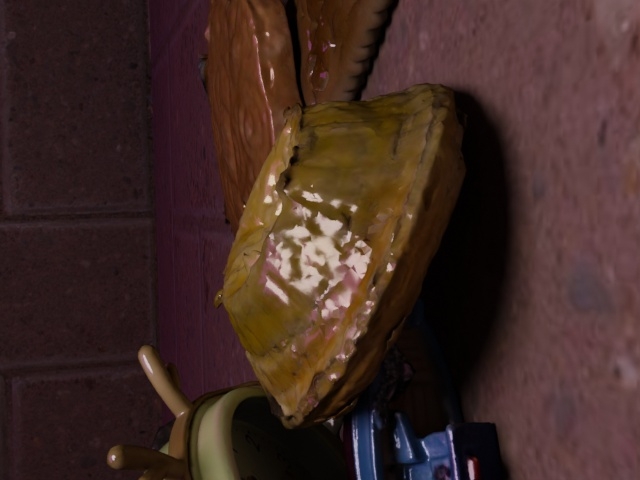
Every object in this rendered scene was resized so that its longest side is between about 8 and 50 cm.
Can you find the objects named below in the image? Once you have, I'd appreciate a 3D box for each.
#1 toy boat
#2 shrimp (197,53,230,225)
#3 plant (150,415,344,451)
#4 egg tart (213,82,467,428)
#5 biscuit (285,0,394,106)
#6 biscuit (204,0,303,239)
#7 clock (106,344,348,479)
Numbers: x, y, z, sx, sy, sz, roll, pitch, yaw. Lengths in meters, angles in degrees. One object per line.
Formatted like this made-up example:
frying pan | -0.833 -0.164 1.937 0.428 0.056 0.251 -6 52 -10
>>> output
toy boat | 0.073 0.149 0.566 0.097 0.100 0.223 -25 66 45
shrimp | -0.133 -0.160 1.283 0.185 0.068 0.287 -162 61 -72
plant | -0.071 0.277 0.848 0.312 0.215 0.213 122 146 -57
egg tart | 0.000 0.000 0.605 0.290 0.115 0.290 -158 90 -80
biscuit | 0.021 -0.263 0.774 0.325 0.044 0.217 114 148 -55
biscuit | -0.089 -0.115 1.020 0.365 0.062 0.385 -145 45 -68
clock | -0.039 0.213 0.602 0.096 0.308 0.235 -38 21 14
